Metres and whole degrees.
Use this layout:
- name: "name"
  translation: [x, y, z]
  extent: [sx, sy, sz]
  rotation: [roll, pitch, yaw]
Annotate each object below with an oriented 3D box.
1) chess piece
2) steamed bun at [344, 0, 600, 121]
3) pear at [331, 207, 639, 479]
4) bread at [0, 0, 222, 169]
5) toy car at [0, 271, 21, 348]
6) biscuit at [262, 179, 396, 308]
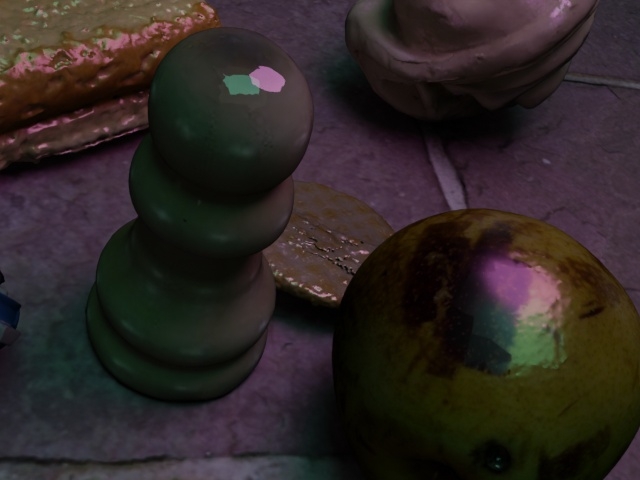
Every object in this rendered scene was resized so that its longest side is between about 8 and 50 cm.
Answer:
- name: "chess piece"
  translation: [-0.099, -0.026, 0.743]
  extent: [0.182, 0.330, 0.182]
  rotation: [11, 44, -11]
- name: "steamed bun"
  translation: [0.219, -0.281, 1.137]
  extent: [0.339, 0.352, 0.247]
  rotation: [-32, 100, -43]
- name: "pear"
  translation: [0.137, 0.109, 0.743]
  extent: [0.284, 0.283, 0.283]
  rotation: [10, 44, -10]
- name: "bread"
  translation: [-0.322, -0.208, 0.964]
  extent: [0.375, 0.165, 0.236]
  rotation: [-27, 58, -36]
- name: "toy car"
  translation: [-0.402, 0.029, 0.700]
  extent: [0.314, 0.198, 0.166]
  rotation: [28, 77, 4]
- name: "biscuit"
  translation: [0.000, -0.001, 0.952]
  extent: [0.220, 0.033, 0.219]
  rotation: [15, 34, -10]
